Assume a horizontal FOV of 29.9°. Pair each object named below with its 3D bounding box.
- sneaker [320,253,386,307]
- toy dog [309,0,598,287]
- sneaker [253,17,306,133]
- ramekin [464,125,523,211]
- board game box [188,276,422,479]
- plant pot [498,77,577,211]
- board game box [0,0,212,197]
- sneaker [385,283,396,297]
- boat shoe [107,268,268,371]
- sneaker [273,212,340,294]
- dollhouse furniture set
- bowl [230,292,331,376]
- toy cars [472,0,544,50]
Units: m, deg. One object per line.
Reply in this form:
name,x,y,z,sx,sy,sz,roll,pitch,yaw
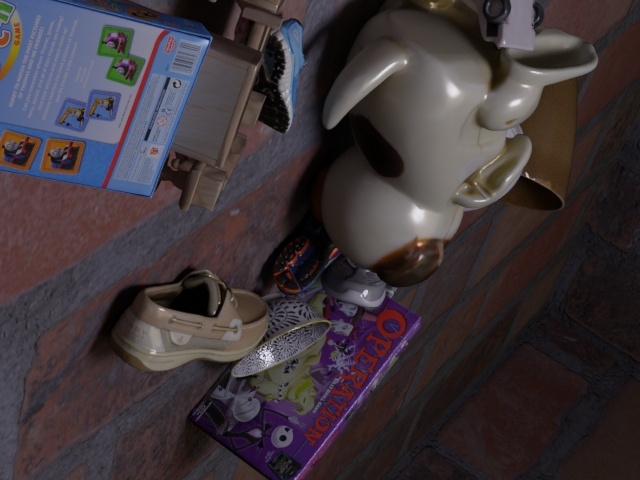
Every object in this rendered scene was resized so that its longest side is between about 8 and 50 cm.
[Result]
sneaker,0.067,0.005,1.905,0.281,0.105,0.115,-77,-179,-60
toy dog,0.142,-0.126,1.661,0.395,0.284,0.408,-36,155,-44
sneaker,-0.041,-0.195,1.430,0.073,0.063,0.162,-47,159,-35
ramekin,0.220,-0.160,1.917,0.207,0.207,0.109,-52,151,-12
board game box,-0.022,0.207,1.904,0.347,0.208,0.056,-51,161,-17
plant pot,0.376,-0.214,2.213,0.237,0.237,0.254,52,58,-70
board game box,-0.214,-0.126,0.985,0.211,0.039,0.160,9,119,-31
sneaker,0.134,0.036,2.196,0.229,0.086,0.132,-62,163,13
boat shoe,-0.151,0.094,1.567,0.302,0.109,0.098,-6,129,-59
sneaker,0.000,0.000,1.846,0.221,0.083,0.087,-44,173,-23
dollhouse furniture set,-0.125,-0.222,1.201,0.355,0.173,0.303,-75,-174,-65
bowl,-0.076,0.131,1.806,0.170,0.080,0.170,-26,164,-8
toy cars,0.184,-0.407,1.430,0.176,0.087,0.394,-52,133,-33
